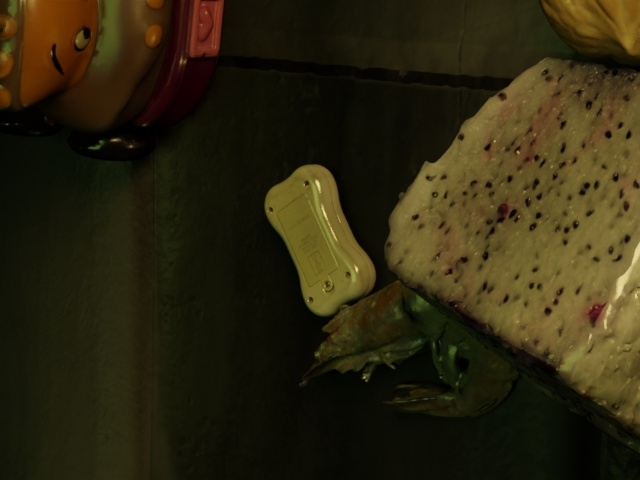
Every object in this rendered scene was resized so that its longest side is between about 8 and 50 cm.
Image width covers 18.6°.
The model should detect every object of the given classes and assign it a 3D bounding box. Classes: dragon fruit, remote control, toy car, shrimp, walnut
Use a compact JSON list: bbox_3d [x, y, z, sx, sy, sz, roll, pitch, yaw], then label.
[{"bbox_3d":[0.208,0.014,1.344,0.221,0.204,0.283,-60,32,0],"label":"dragon fruit"},{"bbox_3d":[0.000,0.000,1.628,0.074,0.032,0.122,-34,75,40],"label":"remote control"},{"bbox_3d":[-0.263,-0.207,1.696,0.341,0.240,0.271,13,103,37],"label":"toy car"},{"bbox_3d":[0.073,0.094,1.572,0.223,0.047,0.126,-26,89,40],"label":"shrimp"},{"bbox_3d":[0.217,-0.195,1.310,0.155,0.155,0.184,-23,46,42],"label":"walnut"}]
